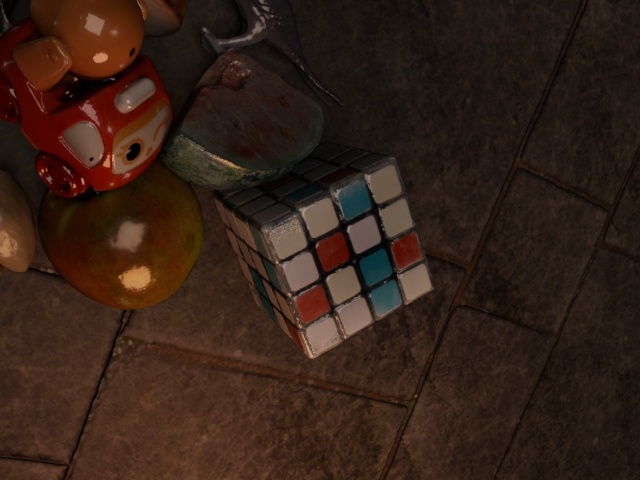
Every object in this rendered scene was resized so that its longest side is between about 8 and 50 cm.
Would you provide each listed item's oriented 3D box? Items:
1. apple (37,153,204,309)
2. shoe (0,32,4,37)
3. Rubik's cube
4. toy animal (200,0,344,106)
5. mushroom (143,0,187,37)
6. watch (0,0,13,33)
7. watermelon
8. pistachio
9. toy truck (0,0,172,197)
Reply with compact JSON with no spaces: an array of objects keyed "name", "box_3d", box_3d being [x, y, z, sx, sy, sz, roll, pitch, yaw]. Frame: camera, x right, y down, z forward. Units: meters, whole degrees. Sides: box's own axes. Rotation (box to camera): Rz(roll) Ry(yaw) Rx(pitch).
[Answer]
[{"name":"apple","box_3d":[-0.304,-0.016,1.070,0.246,0.246,0.226,-34,136,-14]},{"name":"shoe","box_3d":[-0.565,-0.206,0.923,0.316,0.124,0.159,-42,104,-1]},{"name":"Rubik's cube","box_3d":[0.001,0.001,1.176,0.254,0.259,0.256,-28,114,-18]},{"name":"toy animal","box_3d":[-0.097,-0.352,1.129,0.206,0.081,0.366,-27,118,-14]},{"name":"mushroom","box_3d":[-0.276,-0.510,0.894,0.314,0.224,0.396,19,78,-28]},{"name":"watch","box_3d":[-0.375,-0.341,1.011,0.206,0.068,0.192,29,87,-32]},{"name":"watermelon","box_3d":[-0.144,-0.177,1.071,0.318,0.148,0.226,-25,84,-50]},{"name":"pistachio","box_3d":[-0.488,-0.029,1.022,0.125,0.124,0.184,-18,127,-20]},{"name":"toy truck","box_3d":[-0.285,-0.200,0.881,0.264,0.239,0.189,58,46,-23]}]
